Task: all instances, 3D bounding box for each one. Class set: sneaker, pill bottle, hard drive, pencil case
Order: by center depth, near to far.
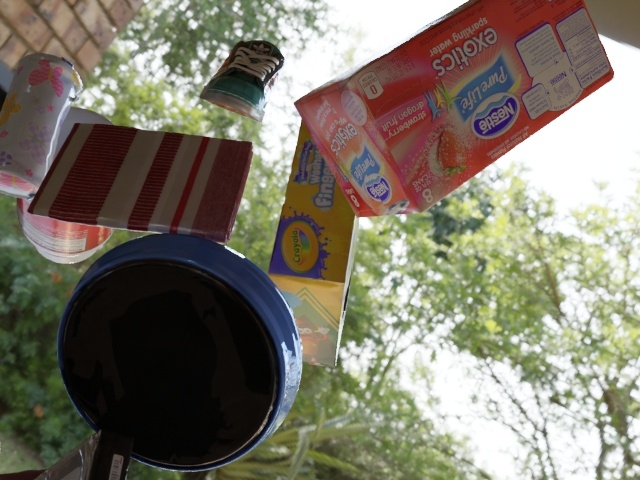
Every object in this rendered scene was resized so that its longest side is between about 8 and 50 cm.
[{"bbox_3d":[-0.396,0.448,1.139,0.064,0.236,0.339,24,-41,-26],"label":"hard drive"},{"bbox_3d":[-0.120,-0.269,1.224,0.108,0.121,0.302,21,13,-7],"label":"sneaker"},{"bbox_3d":[-0.536,-0.213,1.412,0.114,0.273,0.124,-5,-28,31],"label":"pencil case"},{"bbox_3d":[-0.568,-0.103,1.718,0.229,0.229,0.407,33,-31,-3],"label":"pill bottle"}]

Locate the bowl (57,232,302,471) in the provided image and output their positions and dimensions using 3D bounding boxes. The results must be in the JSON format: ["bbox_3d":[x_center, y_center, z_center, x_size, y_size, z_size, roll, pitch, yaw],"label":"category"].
[{"bbox_3d":[-0.226,0.184,1.177,0.391,0.391,0.077,32,20,1],"label":"bowl"}]

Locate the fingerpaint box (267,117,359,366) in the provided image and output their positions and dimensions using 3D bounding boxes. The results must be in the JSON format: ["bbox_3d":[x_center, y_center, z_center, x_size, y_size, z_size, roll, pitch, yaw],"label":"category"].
[{"bbox_3d":[0.000,0.000,1.700,0.163,0.444,0.371,8,-36,3],"label":"fingerpaint box"}]

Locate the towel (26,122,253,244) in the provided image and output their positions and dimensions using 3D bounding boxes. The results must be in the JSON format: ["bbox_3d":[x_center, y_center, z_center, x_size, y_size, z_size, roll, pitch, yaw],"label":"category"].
[{"bbox_3d":[-0.293,-0.101,1.285,0.329,0.237,0.037,8,-43,3],"label":"towel"}]

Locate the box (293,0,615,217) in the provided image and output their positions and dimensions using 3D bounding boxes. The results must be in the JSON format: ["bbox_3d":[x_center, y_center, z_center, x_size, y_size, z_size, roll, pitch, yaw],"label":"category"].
[{"bbox_3d":[0.147,-0.162,0.814,0.154,0.300,0.142,60,-21,-12],"label":"box"}]

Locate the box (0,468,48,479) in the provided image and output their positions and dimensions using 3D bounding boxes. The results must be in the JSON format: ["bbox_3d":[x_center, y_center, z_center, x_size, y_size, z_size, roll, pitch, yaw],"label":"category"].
[{"bbox_3d":[-0.527,0.547,1.395,0.169,0.166,0.203,3,14,-31],"label":"box"}]
